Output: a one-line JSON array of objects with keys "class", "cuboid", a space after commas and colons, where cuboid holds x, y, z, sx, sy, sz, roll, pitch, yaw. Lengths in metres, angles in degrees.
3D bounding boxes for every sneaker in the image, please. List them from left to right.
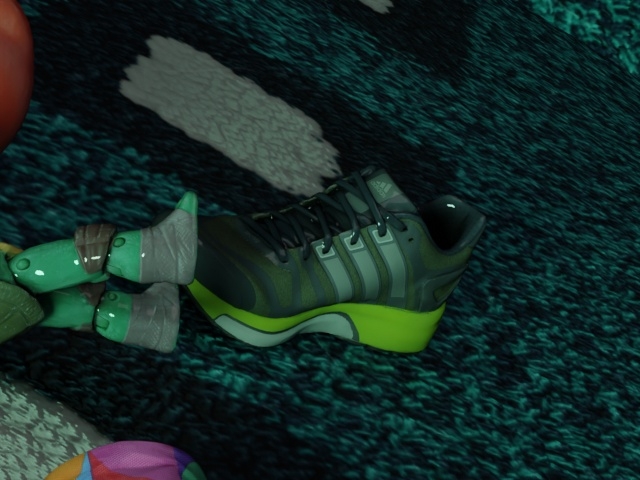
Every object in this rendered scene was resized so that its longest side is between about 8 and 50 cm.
[{"class": "sneaker", "cuboid": [0.000, 0.000, 1.276, 0.300, 0.121, 0.111, 5, 35, -50]}]

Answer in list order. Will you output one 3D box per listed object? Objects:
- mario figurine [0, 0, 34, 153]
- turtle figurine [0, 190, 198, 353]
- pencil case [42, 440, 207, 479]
[{"class": "mario figurine", "cuboid": [-0.295, -0.112, 1.160, 0.198, 0.170, 0.320, -20, 35, -19]}, {"class": "turtle figurine", "cuboid": [-0.190, 0.011, 1.006, 0.234, 0.175, 0.118, 6, 72, -12]}, {"class": "pencil case", "cuboid": [-0.073, 0.195, 0.811, 0.104, 0.104, 0.236, 22, 27, -28]}]
